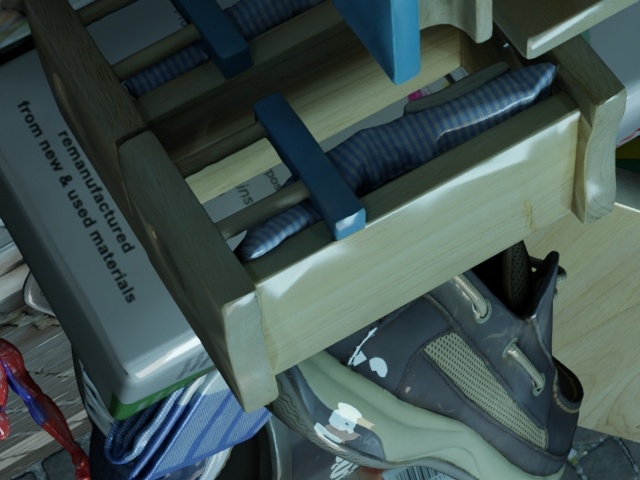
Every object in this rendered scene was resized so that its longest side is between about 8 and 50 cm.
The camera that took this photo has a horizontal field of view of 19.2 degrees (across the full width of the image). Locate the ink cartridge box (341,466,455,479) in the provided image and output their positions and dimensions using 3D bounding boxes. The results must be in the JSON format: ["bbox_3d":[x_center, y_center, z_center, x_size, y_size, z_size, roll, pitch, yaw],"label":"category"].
[{"bbox_3d":[0.055,0.146,1.416,0.145,0.045,0.179,-25,-161,-30],"label":"ink cartridge box"}]

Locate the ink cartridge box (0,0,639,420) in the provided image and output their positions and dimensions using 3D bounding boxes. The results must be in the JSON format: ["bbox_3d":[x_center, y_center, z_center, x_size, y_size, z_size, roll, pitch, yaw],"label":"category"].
[{"bbox_3d":[0.018,-0.052,0.718,0.278,0.117,0.201,-29,176,-11],"label":"ink cartridge box"}]

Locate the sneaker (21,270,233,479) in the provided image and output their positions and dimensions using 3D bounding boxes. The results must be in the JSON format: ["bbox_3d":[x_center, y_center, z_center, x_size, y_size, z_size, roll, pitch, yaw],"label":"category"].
[{"bbox_3d":[-0.110,0.077,1.097,0.153,0.099,0.282,-25,148,-51],"label":"sneaker"}]

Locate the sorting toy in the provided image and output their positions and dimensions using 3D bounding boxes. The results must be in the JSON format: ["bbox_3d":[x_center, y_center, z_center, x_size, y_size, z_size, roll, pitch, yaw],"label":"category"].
[{"bbox_3d":[0.168,0.014,1.132,0.255,0.089,0.257,16,150,-16],"label":"sorting toy"}]

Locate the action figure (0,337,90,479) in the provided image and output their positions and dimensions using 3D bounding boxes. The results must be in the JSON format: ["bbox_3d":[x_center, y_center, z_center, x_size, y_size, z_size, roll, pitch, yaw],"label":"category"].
[{"bbox_3d":[-0.226,0.146,1.300,0.091,0.139,0.280,-29,173,-17],"label":"action figure"}]

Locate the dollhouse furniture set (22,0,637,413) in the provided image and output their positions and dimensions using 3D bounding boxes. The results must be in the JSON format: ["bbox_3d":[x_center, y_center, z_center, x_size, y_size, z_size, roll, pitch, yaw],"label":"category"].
[{"bbox_3d":[-0.004,-0.073,0.505,0.129,0.129,0.183,-29,151,-12],"label":"dollhouse furniture set"}]

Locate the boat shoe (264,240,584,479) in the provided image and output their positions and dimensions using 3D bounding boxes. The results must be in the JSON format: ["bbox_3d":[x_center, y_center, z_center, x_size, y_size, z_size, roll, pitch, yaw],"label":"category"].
[{"bbox_3d":[0.073,0.046,0.962,0.130,0.132,0.355,-56,157,7],"label":"boat shoe"}]

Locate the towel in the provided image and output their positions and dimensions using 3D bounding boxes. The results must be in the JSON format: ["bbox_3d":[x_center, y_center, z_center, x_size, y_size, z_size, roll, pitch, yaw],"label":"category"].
[{"bbox_3d":[0.000,0.000,1.015,0.285,0.034,0.209,-56,167,11],"label":"towel"}]

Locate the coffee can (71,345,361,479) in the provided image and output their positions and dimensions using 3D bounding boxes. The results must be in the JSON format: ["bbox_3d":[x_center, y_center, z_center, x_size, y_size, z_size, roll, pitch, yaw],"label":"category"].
[{"bbox_3d":[-0.003,0.060,1.313,0.275,0.201,0.201,-27,175,-38],"label":"coffee can"}]
